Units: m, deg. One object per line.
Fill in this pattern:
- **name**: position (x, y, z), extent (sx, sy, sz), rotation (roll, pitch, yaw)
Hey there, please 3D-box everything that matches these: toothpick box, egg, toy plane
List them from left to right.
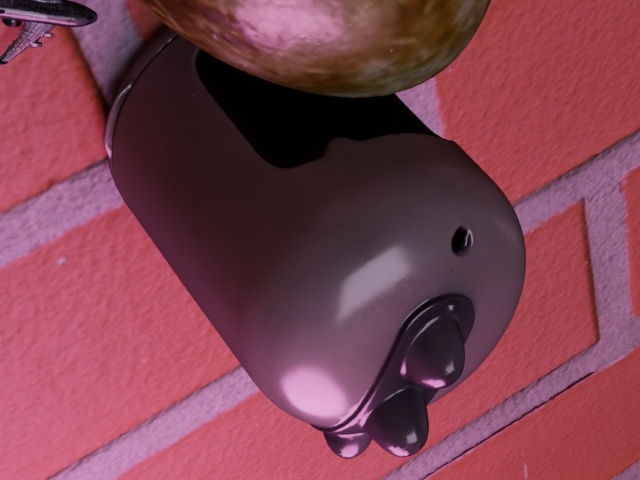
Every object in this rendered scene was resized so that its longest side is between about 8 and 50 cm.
- **toy plane**: position (-0.185, -0.149, 0.818), extent (0.083, 0.031, 0.078), rotation (-3, 127, -33)
- **egg**: position (-0.008, -0.210, 0.733), extent (0.238, 0.238, 0.289), rotation (-43, 127, 4)
- **toothpick box**: position (0.000, 0.000, 0.867), extent (0.229, 0.316, 0.229), rotation (-20, 135, -21)
